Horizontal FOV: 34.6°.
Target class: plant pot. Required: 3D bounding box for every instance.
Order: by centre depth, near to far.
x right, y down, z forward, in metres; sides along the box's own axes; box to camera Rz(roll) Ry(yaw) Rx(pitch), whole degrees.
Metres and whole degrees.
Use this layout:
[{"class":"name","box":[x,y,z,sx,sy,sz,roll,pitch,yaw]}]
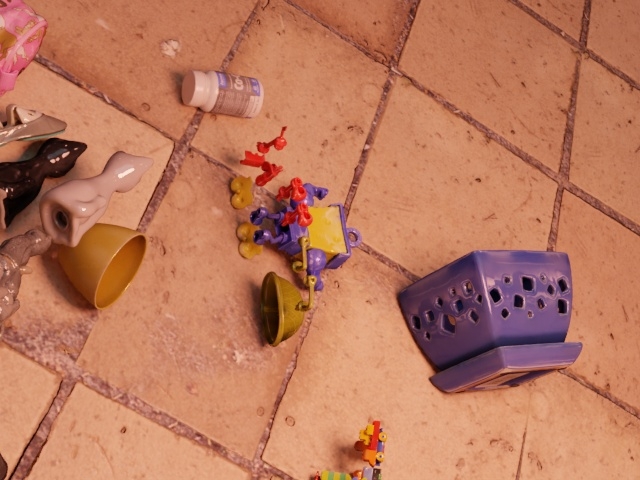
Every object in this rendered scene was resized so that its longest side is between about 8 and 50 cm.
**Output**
[{"class":"plant pot","box":[-0.343,0.025,1.575,0.095,0.134,0.134,29,46,10]},{"class":"plant pot","box":[0.316,0.153,1.860,0.236,0.236,0.212,0,69,-34]}]

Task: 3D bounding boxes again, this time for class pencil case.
[{"class":"pencil case","box":[-0.620,-0.393,1.629,0.386,0.160,0.167,35,77,-11]}]

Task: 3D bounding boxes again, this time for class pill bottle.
[{"class":"pill bottle","box":[-0.181,-0.271,1.896,0.137,0.078,0.078,5,59,-31]}]

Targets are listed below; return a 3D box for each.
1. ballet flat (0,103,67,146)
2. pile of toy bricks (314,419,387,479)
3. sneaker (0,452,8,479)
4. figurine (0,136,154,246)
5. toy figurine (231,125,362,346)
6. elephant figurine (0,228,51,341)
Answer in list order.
[{"class":"ballet flat","box":[-0.497,-0.180,1.623,0.213,0.072,0.068,-24,115,-39]},{"class":"pile of toy bricks","box":[0.041,0.390,1.619,0.105,0.118,0.212,8,71,3]},{"class":"sneaker","box":[-0.510,0.229,1.363,0.267,0.101,0.106,58,26,13]},{"class":"figurine","box":[-0.390,-0.093,1.585,0.215,0.092,0.209,13,37,22]},{"class":"toy figurine","box":[0.000,0.000,1.778,0.217,0.191,0.362,8,59,-35]},{"class":"elephant figurine","box":[-0.464,0.074,1.385,0.186,0.239,0.169,-13,85,-3]}]
